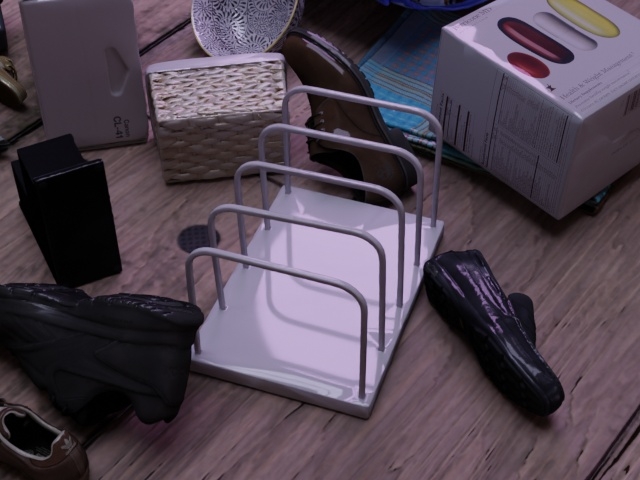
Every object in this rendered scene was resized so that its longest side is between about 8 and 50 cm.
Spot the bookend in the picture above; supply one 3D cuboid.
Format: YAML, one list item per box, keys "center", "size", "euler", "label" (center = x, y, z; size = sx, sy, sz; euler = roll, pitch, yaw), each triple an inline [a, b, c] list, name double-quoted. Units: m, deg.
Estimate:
- center: [-0.280, -0.058, 1.292]
  size: [0.072, 0.156, 0.157]
  euler: [-20, 46, -18]
  label: "bookend"

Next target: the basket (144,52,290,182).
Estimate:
- center: [-0.116, -0.141, 1.411]
  size: [0.167, 0.113, 0.103]
  euler: [-6, 48, -5]
  label: "basket"

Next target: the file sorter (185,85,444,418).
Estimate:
- center: [0.000, 0.000, 1.217]
  size: [0.192, 0.173, 0.278]
  euler: [13, 46, 15]
  label: "file sorter"

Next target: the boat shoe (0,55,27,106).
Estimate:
- center: [-0.411, -0.215, 1.534]
  size: [0.045, 0.050, 0.135]
  euler: [-38, 55, -26]
  label: "boat shoe"

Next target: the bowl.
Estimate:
- center: [-0.080, -0.304, 1.582]
  size: [0.170, 0.170, 0.080]
  euler: [34, 9, 31]
  label: "bowl"

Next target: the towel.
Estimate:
- center: [0.219, -0.178, 1.498]
  size: [0.370, 0.040, 0.271]
  euler: [22, 49, 22]
  label: "towel"

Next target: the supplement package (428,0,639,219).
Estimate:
- center: [0.265, -0.169, 1.358]
  size: [0.194, 0.149, 0.203]
  euler: [-32, 54, -29]
  label: "supplement package"

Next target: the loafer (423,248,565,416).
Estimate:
- center: [0.181, 0.082, 1.197]
  size: [0.078, 0.076, 0.223]
  euler: [-23, 44, -12]
  label: "loafer"

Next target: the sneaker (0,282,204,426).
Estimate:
- center: [-0.242, 0.107, 1.152]
  size: [0.286, 0.130, 0.109]
  euler: [6, 0, 35]
  label: "sneaker"

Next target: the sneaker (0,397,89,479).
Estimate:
- center: [-0.296, 0.168, 1.114]
  size: [0.188, 0.071, 0.066]
  euler: [17, 46, 17]
  label: "sneaker"

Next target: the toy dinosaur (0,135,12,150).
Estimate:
- center: [-0.489, -0.107, 1.362]
  size: [0.322, 0.164, 0.218]
  euler: [40, 71, 9]
  label: "toy dinosaur"

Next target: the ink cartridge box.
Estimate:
- center: [-0.299, -0.291, 1.487]
  size: [0.131, 0.226, 0.306]
  euler: [-8, 43, -8]
  label: "ink cartridge box"

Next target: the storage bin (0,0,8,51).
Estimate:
- center: [-0.477, -0.286, 1.591]
  size: [0.135, 0.098, 0.091]
  euler: [-15, 73, -15]
  label: "storage bin"

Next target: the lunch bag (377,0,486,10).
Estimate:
- center: [0.113, -0.460, 1.647]
  size: [0.327, 0.239, 0.385]
  euler: [26, 51, 36]
  label: "lunch bag"

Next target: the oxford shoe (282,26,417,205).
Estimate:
- center: [0.016, -0.141, 1.372]
  size: [0.096, 0.083, 0.227]
  euler: [-32, 84, -21]
  label: "oxford shoe"
